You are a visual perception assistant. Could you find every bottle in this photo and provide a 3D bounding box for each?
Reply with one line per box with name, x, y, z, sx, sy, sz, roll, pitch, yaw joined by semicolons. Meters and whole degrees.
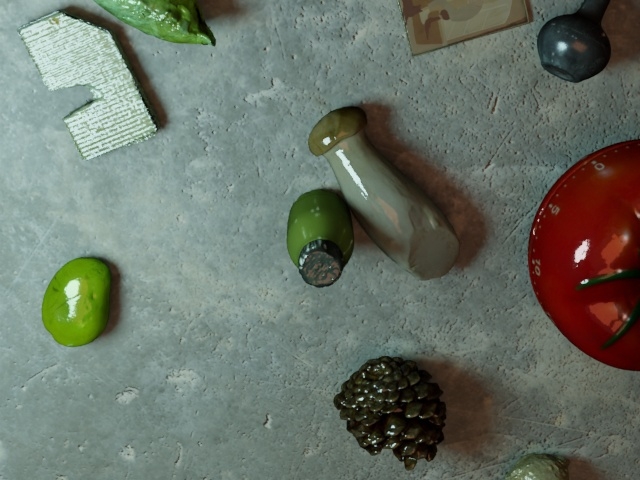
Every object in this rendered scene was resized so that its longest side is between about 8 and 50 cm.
bottle;0.000;0.000;1.627;0.112;0.260;0.112;0;109;-1

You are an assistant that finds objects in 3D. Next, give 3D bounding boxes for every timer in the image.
timer;0.531;0.021;1.631;0.378;0.279;0.378;-1;108;-2

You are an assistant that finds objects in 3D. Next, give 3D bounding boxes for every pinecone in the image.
pinecone;0.132;0.306;1.786;0.179;0.184;0.204;-38;133;-12

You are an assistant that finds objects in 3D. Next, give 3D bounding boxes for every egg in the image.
egg;0.408;0.460;1.875;0.140;0.118;0.116;-51;60;24

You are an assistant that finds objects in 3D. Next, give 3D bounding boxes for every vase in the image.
vase;0.424;-0.348;1.595;0.120;0.120;0.183;26;91;-9

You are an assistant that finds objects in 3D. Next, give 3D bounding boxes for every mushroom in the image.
mushroom;0.111;-0.070;1.681;0.128;0.128;0.350;-34;102;11

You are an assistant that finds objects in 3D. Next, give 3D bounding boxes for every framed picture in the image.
framed picture;0.229;-0.391;1.624;0.200;0.010;0.136;-15;108;5

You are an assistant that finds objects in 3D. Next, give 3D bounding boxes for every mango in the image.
mango;-0.430;0.108;1.761;0.117;0.089;0.163;8;97;5

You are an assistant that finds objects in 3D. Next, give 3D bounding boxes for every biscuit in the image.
biscuit;-0.381;-0.263;1.646;0.147;0.046;0.250;-23;109;9

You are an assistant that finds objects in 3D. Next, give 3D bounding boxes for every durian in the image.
durian;-0.275;-0.375;1.558;0.250;0.139;0.101;28;121;-16
